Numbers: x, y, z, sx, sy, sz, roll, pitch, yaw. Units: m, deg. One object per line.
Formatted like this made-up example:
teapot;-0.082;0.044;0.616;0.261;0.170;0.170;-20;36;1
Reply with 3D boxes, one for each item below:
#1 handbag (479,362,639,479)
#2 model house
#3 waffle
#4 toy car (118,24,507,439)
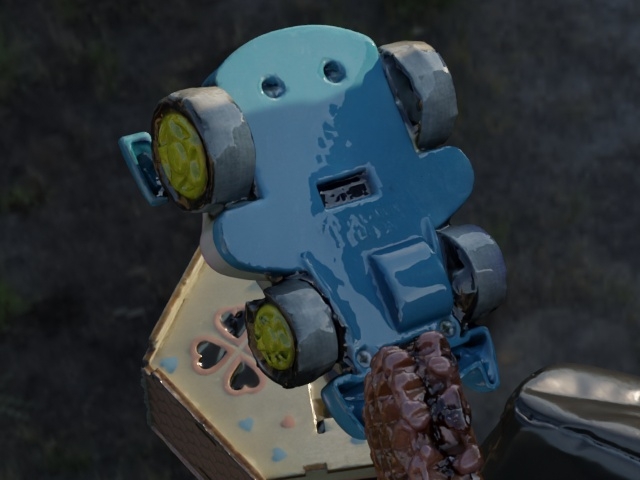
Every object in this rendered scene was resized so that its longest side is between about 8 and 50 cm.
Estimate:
handbag;0.231;0.245;1.726;0.275;0.302;0.178;23;35;-5
model house;-0.028;0.130;1.535;0.244;0.169;0.326;-7;64;-7
waffle;0.033;0.070;0.575;0.029;0.083;0.075;-9;76;-9
toy car;0.000;0.000;0.729;0.126;0.098;0.162;-19;85;-32
